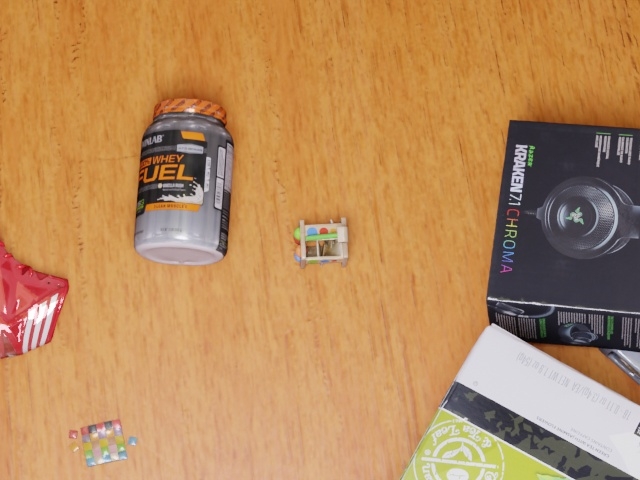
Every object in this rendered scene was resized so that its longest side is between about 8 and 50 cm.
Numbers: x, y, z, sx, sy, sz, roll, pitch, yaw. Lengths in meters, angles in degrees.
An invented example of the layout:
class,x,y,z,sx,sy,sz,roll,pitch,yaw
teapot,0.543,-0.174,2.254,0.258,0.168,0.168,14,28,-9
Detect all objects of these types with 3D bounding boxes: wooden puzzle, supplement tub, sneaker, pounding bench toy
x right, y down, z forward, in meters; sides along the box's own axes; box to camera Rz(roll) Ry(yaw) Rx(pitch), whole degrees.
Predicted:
class,x,y,z,sx,sy,sz,roll,pitch,yaw
wooden puzzle,-0.264,0.246,1.954,0.083,0.006,0.049,-12,76,-5
supplement tub,-0.167,-0.072,1.986,0.117,0.117,0.190,3,75,-1
sneaker,-0.382,0.033,1.979,0.128,0.087,0.221,-14,88,-14
pounding bench toy,0.000,0.000,1.989,0.065,0.083,0.052,-2,75,-3

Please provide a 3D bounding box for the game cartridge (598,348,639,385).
class,x,y,z,sx,sy,sz,roll,pitch,yaw
game cartridge,0.488,0.130,1.989,0.297,0.062,0.198,41,82,9

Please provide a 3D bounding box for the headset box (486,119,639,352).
class,x,y,z,sx,sy,sz,roll,pitch,yaw
headset box,0.356,-0.001,1.936,0.283,0.131,0.246,6,67,12

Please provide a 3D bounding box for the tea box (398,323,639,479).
class,x,y,z,sx,sy,sz,roll,pitch,yaw
tea box,0.253,0.327,1.828,0.329,0.220,0.323,27,76,11
